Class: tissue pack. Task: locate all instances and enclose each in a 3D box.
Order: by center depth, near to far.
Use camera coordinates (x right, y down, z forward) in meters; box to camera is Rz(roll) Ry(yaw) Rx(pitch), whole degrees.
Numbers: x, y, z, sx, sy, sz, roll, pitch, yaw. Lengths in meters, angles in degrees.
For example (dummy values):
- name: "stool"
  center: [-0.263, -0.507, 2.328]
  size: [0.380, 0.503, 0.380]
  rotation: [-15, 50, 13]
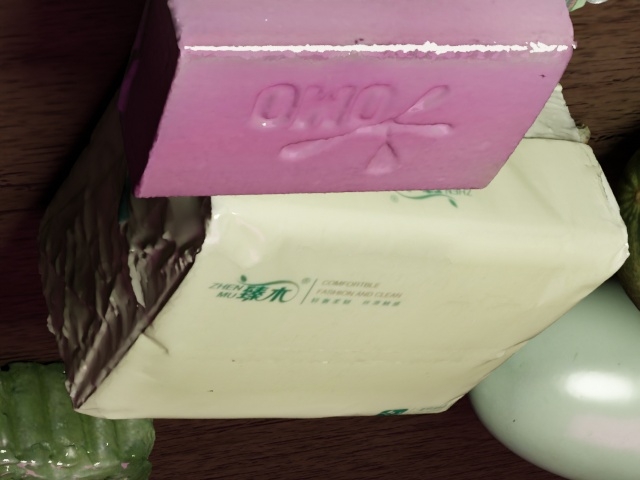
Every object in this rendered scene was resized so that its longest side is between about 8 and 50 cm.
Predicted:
- name: "tissue pack"
  center: [0.000, 0.000, 1.337]
  size: [0.380, 0.207, 0.297]
  rotation: [2, 146, -30]

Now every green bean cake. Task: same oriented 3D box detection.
- name: "green bean cake"
  center: [-0.286, 0.213, 1.646]
  size: [0.227, 0.125, 0.222]
  rotation: [3, 146, -39]

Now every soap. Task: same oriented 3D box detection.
- name: "soap"
  center: [0.009, -0.102, 1.072]
  size: [0.259, 0.081, 0.181]
  rotation: [-2, 151, -19]

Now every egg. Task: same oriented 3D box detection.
- name: "egg"
  center: [0.320, 0.146, 1.725]
  size: [0.371, 0.230, 0.230]
  rotation: [6, 144, -24]

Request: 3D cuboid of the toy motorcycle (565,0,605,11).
- name: "toy motorcycle"
  center: [0.155, -0.201, 1.226]
  size: [0.106, 0.074, 0.190]
  rotation: [1, 147, -13]

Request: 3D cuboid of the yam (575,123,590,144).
- name: "yam"
  center: [0.198, -0.057, 1.521]
  size: [0.032, 0.032, 0.145]
  rotation: [0, 146, -26]

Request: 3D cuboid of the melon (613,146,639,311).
- name: "melon"
  center: [0.392, -0.002, 1.503]
  size: [0.302, 0.237, 0.237]
  rotation: [16, 137, -36]
